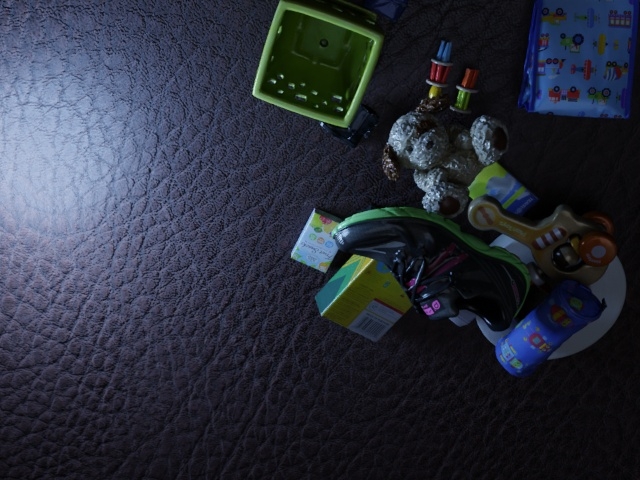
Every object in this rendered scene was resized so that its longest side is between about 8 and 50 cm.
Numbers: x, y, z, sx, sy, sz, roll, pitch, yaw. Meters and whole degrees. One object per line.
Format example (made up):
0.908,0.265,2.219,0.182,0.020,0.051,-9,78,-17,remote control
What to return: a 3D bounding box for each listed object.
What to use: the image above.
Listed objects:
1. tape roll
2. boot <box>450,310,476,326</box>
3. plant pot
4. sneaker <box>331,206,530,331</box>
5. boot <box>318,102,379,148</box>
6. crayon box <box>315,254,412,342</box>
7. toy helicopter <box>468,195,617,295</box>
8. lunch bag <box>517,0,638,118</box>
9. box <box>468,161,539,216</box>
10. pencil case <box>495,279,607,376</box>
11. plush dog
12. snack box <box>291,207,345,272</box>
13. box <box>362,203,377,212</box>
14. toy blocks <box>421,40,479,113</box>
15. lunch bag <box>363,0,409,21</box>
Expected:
0.581,0.130,1.994,0.392,0.072,0.391,0,116,0,tape roll
0.317,0.110,1.893,0.123,0.095,0.258,-42,129,19,boot
-0.001,-0.410,1.665,0.227,0.207,0.228,18,123,-7,plant pot
0.252,0.068,1.736,0.483,0.202,0.185,21,157,-9,sneaker
0.071,-0.283,1.824,0.121,0.045,0.099,32,114,-21,boot
0.165,0.097,1.952,0.202,0.081,0.318,30,114,-31,crayon box
0.511,0.005,1.851,0.355,0.140,0.235,25,122,2,toy helicopter
0.575,-0.427,1.713,0.221,0.138,0.293,4,106,2,lunch bag
0.444,-0.113,1.898,0.178,0.042,0.109,38,111,-15,box
0.551,0.211,1.880,0.119,0.133,0.306,40,137,7,pencil case
0.264,-0.207,1.775,0.225,0.210,0.262,35,95,-11,plush dog
0.000,0.000,1.962,0.100,0.037,0.141,25,113,-9,snack box
0.121,-0.036,1.935,0.062,0.052,0.083,38,109,-15,box
0.307,-0.375,1.771,0.123,0.054,0.148,10,115,-3,toy blocks
0.148,-0.528,1.695,0.099,0.067,0.065,24,114,-9,lunch bag
